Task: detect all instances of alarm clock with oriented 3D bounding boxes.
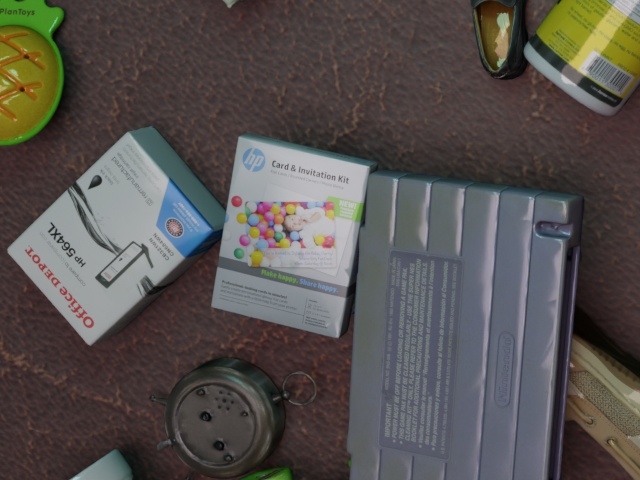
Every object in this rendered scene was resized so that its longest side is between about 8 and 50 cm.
[{"bbox_3d":[-0.091,0.192,2.033,0.192,0.064,0.129,-24,91,14],"label":"alarm clock"}]

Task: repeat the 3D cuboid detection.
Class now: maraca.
[{"bbox_3d":[-0.344,-0.192,2.028,0.127,0.099,0.186,3,74,7],"label":"maraca"}]

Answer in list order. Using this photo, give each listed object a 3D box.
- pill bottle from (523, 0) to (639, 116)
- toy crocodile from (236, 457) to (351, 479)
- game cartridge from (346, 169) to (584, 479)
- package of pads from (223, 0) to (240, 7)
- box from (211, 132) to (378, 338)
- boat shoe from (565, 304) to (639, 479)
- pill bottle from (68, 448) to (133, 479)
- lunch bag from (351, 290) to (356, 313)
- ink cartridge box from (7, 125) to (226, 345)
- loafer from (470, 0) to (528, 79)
[{"bbox_3d":[0.308,-0.238,1.824,0.119,0.119,0.208,38,106,7],"label":"pill bottle"},{"bbox_3d":[0.015,0.297,1.979,0.340,0.105,0.115,-13,93,3],"label":"toy crocodile"},{"bbox_3d":[0.140,0.115,1.843,0.230,0.068,0.355,10,103,31],"label":"game cartridge"},{"bbox_3d":[-0.086,-0.419,1.863,0.229,0.101,0.296,47,134,5],"label":"package of pads"},{"bbox_3d":[-0.028,-0.005,1.900,0.145,0.038,0.186,14,103,13],"label":"box"},{"bbox_3d":[0.256,0.143,1.894,0.341,0.121,0.110,38,105,6],"label":"boat shoe"},{"bbox_3d":[-0.204,0.383,2.038,0.162,0.162,0.278,-34,89,18],"label":"pill bottle"},{"bbox_3d":[0.000,0.000,1.964,0.128,0.096,0.151,10,112,14],"label":"lunch bag"},{"bbox_3d":[-0.221,-0.004,2.024,0.203,0.086,0.148,-43,86,16],"label":"ink cartridge box"},{"bbox_3d":[0.183,-0.250,1.887,0.062,0.061,0.170,-9,95,18],"label":"loafer"}]
